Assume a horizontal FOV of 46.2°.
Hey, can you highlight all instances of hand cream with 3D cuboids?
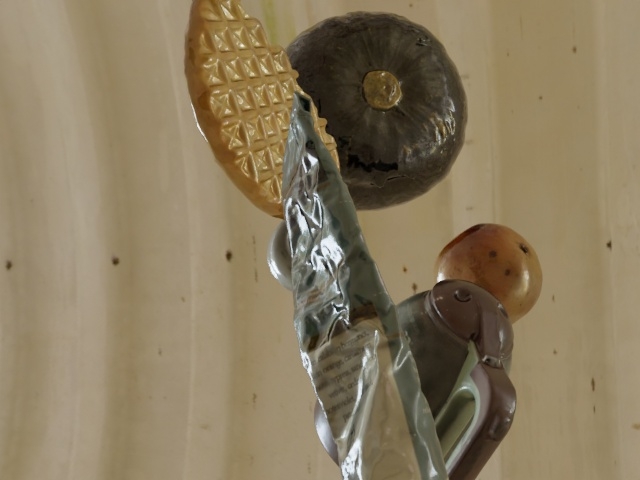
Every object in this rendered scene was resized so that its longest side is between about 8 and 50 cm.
[{"bbox_3d":[0.018,0.037,0.426,0.052,0.075,0.248,2,-120,-29],"label":"hand cream"}]

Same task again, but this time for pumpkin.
[{"bbox_3d":[0.098,-0.280,1.659,0.454,0.344,0.454,1,-97,-5],"label":"pumpkin"}]

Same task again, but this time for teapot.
[{"bbox_3d":[0.161,0.221,1.076,0.312,0.233,0.315,-60,-157,30],"label":"teapot"}]

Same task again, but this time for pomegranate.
[{"bbox_3d":[0.290,0.065,1.305,0.191,0.191,0.191,-8,-121,14],"label":"pomegranate"}]

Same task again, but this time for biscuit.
[{"bbox_3d":[-0.064,-0.140,0.885,0.040,0.309,0.204,-12,-138,30],"label":"biscuit"}]

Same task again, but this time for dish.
[{"bbox_3d":[0.000,0.000,1.001,0.141,0.078,0.141,3,-121,-5],"label":"dish"}]
